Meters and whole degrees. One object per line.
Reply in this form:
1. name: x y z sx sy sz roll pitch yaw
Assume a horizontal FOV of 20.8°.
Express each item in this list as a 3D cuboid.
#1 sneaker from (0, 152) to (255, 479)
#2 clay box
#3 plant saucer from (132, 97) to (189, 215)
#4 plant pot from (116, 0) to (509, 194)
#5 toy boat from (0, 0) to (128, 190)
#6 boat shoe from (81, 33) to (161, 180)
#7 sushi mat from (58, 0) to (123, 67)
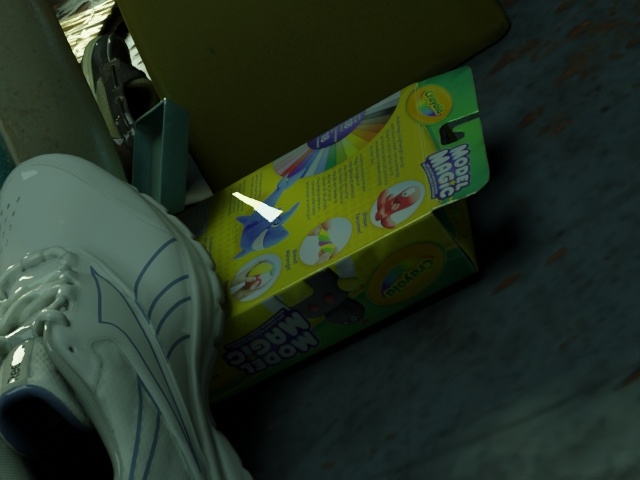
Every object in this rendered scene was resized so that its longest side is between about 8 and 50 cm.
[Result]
1. sneaker: -0.110 0.059 0.844 0.111 0.129 0.297 -36 49 14
2. clay box: 0.000 0.000 0.947 0.222 0.053 0.127 -27 33 18
3. plant saucer: -0.097 -0.044 1.044 0.192 0.018 0.067 180 93 -78
4. plant pot: -0.036 -0.189 1.102 0.212 0.187 0.212 -31 32 10
5. toy boat: -0.222 -0.048 1.102 0.148 0.267 0.318 -25 0 -15
6. boat shoe: -0.134 -0.095 1.215 0.049 0.056 0.152 -24 43 14
7. sushi mat: -0.300 -0.115 1.439 0.316 0.019 0.151 -12 41 36
